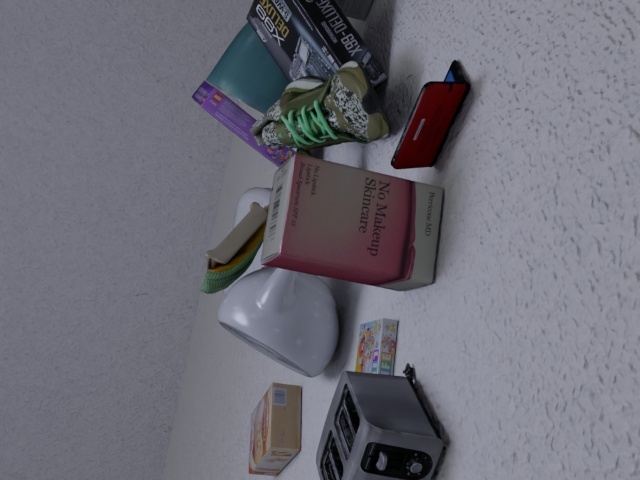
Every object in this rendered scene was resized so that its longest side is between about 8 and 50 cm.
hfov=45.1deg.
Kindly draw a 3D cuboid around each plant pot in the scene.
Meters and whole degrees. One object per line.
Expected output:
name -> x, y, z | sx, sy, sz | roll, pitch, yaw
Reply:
plant pot -> -0.086, -0.407, 1.815 | 0.235, 0.292, 0.293 | -60, 18, 6

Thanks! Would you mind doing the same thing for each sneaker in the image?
sneaker -> -0.013, -0.217, 1.446 | 0.158, 0.182, 0.410 | 60, 162, -15

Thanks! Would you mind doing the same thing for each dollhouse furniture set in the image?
dollhouse furniture set -> -0.078, 0.006, 1.491 | 0.301, 0.151, 0.198 | -49, -8, -23

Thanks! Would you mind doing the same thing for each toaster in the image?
toaster -> 0.075, 0.278, 1.040 | 0.186, 0.110, 0.168 | -114, 39, -65

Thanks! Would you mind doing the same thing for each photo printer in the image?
photo printer -> -0.130, 0.032, 1.848 | 0.256, 0.107, 0.308 | 35, 118, 54

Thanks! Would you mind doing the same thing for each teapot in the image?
teapot -> -0.058, 0.130, 1.464 | 0.256, 0.252, 0.187 | 5, 60, 60

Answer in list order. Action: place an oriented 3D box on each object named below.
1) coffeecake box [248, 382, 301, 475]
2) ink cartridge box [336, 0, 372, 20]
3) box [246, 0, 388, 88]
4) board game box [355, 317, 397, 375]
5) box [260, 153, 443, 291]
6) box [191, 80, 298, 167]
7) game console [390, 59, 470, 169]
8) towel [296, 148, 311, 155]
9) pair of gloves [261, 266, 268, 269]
coffeecake box -> -0.100, 0.411, 1.666 | 0.185, 0.068, 0.143 | 120, 155, -52
ink cartridge box -> 0.012, -0.619, 1.665 | 0.171, 0.232, 0.168 | 119, 156, -49
box -> -0.016, -0.396, 1.564 | 0.308, 0.076, 0.242 | 56, 160, -1
board game box -> 0.084, 0.205, 1.217 | 0.103, 0.026, 0.154 | 146, 133, -69
box -> 0.044, -0.021, 1.126 | 0.127, 0.232, 0.149 | 153, 126, -71
box -> -0.168, -0.264, 1.846 | 0.057, 0.293, 0.201 | -52, 22, 3
game console -> 0.154, -0.188, 1.140 | 0.085, 0.124, 0.144 | 51, 134, 36
towel -> -0.074, -0.056, 1.964 | 0.237, 0.037, 0.329 | -111, 35, -65
pair of gloves -> -0.123, 0.131, 1.670 | 0.198, 0.023, 0.160 | 172, 103, -76
